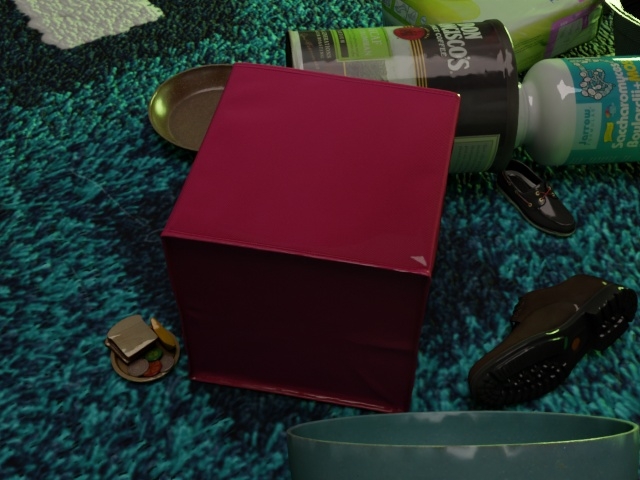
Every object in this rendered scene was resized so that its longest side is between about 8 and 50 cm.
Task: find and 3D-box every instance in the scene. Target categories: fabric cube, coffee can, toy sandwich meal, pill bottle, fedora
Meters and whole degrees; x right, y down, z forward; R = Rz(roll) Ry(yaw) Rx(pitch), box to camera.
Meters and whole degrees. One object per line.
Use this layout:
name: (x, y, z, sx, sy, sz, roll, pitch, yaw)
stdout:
fabric cube: (0.000, 0.000, 0.932, 0.254, 0.259, 0.258, 9, 50, 6)
coffee can: (0.098, -0.180, 1.136, 0.275, 0.202, 0.202, -4, 48, -5)
toy sandwich meal: (-0.199, 0.119, 0.969, 0.085, 0.029, 0.086, 1, 47, -1)
pill bottle: (0.370, -0.176, 1.175, 0.264, 0.146, 0.146, -4, 48, -4)
fedora: (0.525, -0.304, 1.310, 0.243, 0.124, 0.275, 34, 47, 24)

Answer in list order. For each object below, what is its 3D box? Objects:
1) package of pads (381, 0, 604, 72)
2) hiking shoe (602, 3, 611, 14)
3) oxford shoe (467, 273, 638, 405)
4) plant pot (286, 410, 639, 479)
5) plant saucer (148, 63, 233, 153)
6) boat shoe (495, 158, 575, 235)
package of pads: (0.278, -0.361, 1.376, 0.296, 0.101, 0.229, -26, 52, -22)
hiking shoe: (0.502, -0.487, 1.504, 0.114, 0.086, 0.227, 31, 55, 21)
oxford shoe: (0.243, 0.109, 0.969, 0.227, 0.083, 0.096, -27, 35, -24)
plant pot: (0.118, 0.252, 0.720, 0.290, 0.290, 0.195, -1, 83, -2)
plant saucer: (-0.146, -0.181, 1.243, 0.198, 0.036, 0.199, 1, 47, -1)
boat shoe: (0.283, -0.056, 1.135, 0.049, 0.042, 0.133, -25, 54, -25)
